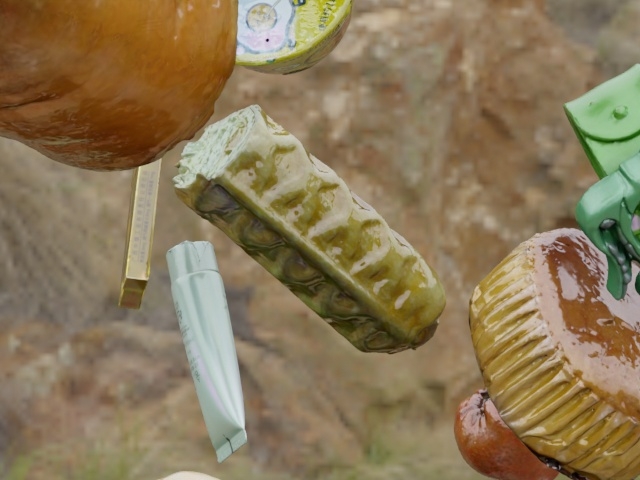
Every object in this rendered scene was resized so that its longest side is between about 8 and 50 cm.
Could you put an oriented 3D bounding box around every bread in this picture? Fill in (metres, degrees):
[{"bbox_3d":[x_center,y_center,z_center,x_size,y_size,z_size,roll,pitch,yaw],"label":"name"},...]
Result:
[{"bbox_3d":[0.208,0.084,1.298,0.199,0.104,0.199,28,36,-22],"label":"bread"},{"bbox_3d":[-0.001,0.001,1.382,0.269,0.098,0.087,42,-8,-26],"label":"bread"}]

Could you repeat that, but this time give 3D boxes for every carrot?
[{"bbox_3d":[-0.135,-0.111,0.795,0.159,0.159,0.225,5,4,10],"label":"carrot"}]

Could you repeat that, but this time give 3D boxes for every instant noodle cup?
[{"bbox_3d":[-0.045,-0.229,1.490,0.182,0.182,0.144,4,-7,8],"label":"instant noodle cup"}]

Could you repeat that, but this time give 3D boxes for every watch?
[{"bbox_3d":[0.247,-0.041,1.278,0.131,0.165,0.152,-31,34,7],"label":"watch"}]

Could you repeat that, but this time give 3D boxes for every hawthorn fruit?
[{"bbox_3d":[0.234,0.231,2.021,0.133,0.138,0.133,-38,19,15],"label":"hawthorn fruit"}]

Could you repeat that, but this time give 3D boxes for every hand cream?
[{"bbox_3d":[-0.103,0.101,1.576,0.050,0.205,0.078,-4,-20,-27],"label":"hand cream"}]

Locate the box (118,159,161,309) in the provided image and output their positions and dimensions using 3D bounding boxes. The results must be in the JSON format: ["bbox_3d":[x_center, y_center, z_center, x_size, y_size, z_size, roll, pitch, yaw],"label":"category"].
[{"bbox_3d":[-0.158,-0.025,1.481,0.022,0.156,0.089,8,-19,-11],"label":"box"}]

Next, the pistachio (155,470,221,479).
[{"bbox_3d":[-0.153,0.387,1.741,0.230,0.230,0.309,10,48,24],"label":"pistachio"}]
